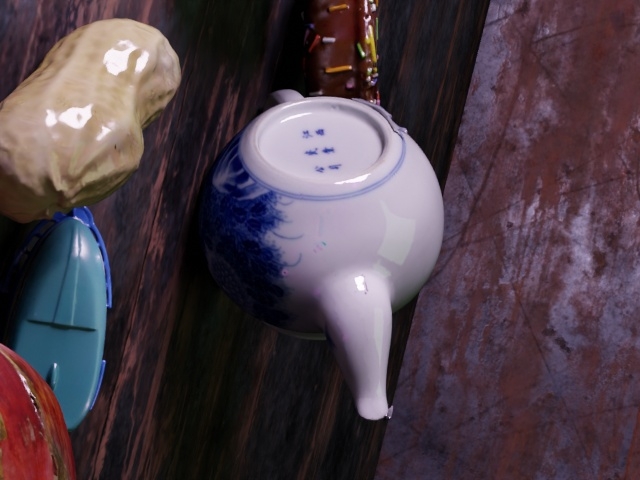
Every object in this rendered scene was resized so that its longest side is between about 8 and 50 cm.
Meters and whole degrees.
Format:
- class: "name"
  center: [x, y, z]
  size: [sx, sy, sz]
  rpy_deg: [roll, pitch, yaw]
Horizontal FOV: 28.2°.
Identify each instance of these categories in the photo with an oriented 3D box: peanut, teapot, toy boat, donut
- class: "peanut"
  center: [-0.163, -0.090, 0.893]
  size: [0.214, 0.098, 0.090]
  rpy_deg: [-66, 154, -48]
- class: "teapot"
  center: [0.000, 0.000, 1.335]
  size: [0.424, 0.252, 0.280]
  rpy_deg: [-112, -164, -45]
- class: "toy boat"
  center: [-0.202, 0.050, 0.955]
  size: [0.110, 0.091, 0.175]
  rpy_deg: [-170, -90, -69]
- class: "donut"
  center: [0.025, -0.228, 1.479]
  size: [0.235, 0.089, 0.235]
  rpy_deg: [-1, 90, -89]

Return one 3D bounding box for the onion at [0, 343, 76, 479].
- class: "onion"
  center: [-0.234, 0.172, 0.764]
  size: [0.248, 0.161, 0.248]
  rpy_deg: [-45, 156, -27]
